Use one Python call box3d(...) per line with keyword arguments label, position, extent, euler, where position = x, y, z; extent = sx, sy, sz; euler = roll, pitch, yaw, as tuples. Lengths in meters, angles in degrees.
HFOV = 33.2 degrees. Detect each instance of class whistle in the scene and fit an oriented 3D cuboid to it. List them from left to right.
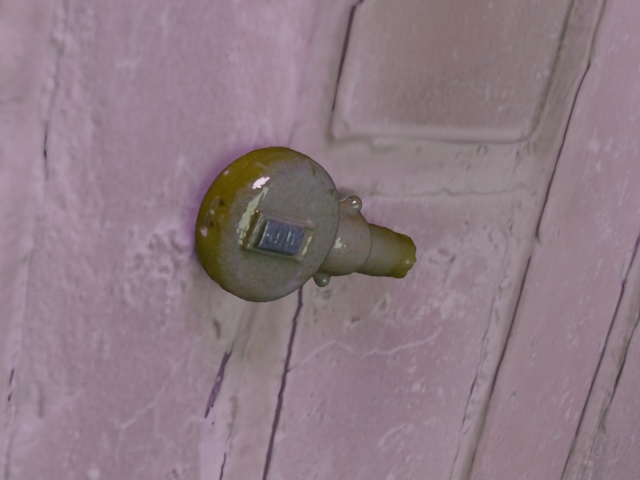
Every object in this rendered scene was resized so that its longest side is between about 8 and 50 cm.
box3d(label="whistle", position=(0.000, 0.000, 0.738), extent=(0.198, 0.057, 0.104), euler=(16, 101, -46))
